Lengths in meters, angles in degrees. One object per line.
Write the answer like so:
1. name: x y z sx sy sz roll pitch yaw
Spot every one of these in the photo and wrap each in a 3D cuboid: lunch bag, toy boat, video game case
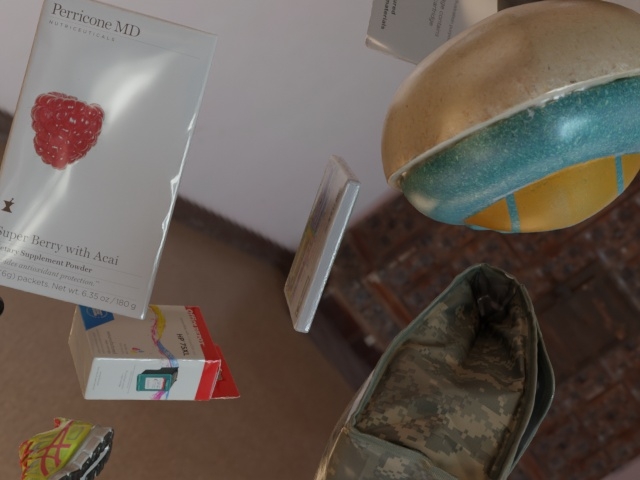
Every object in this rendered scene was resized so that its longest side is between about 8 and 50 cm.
1. lunch bag: 0.107 0.183 1.219 0.169 0.235 0.287 27 42 6
2. toy boat: 0.194 -0.077 0.781 0.267 0.318 0.148 15 56 -79
3. video game case: 0.000 0.000 1.747 0.023 0.212 0.193 17 11 -10

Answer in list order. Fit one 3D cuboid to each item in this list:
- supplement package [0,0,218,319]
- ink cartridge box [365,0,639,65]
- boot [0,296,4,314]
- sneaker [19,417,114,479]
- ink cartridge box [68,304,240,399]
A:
1. supplement package: -0.228 -0.090 1.323 0.177 0.293 0.175 14 4 -9
2. ink cartridge box: 0.297 -0.259 1.441 0.394 0.166 0.285 25 32 26
3. boot: -0.440 0.076 1.611 0.121 0.099 0.045 3 74 -35
4. sneaker: -0.341 0.287 1.585 0.094 0.081 0.208 22 27 11
5. ink cartridge box: -0.230 0.158 1.832 0.231 0.078 0.134 3 32 -25
